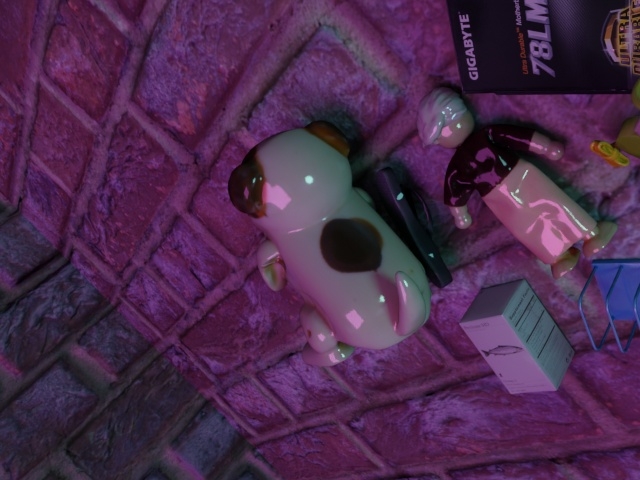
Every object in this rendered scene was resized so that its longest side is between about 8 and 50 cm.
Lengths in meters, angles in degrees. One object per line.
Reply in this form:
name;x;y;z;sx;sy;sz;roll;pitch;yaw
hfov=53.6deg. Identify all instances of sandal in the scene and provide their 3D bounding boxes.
sandal;0.176;-0.030;1.159;0.255;0.054;0.097;58;174;-19

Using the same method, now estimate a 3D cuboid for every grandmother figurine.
grandmother figurine;0.275;-0.096;0.977;0.342;0.104;0.208;46;116;1

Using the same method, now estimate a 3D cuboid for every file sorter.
file sorter;0.496;0.104;0.952;0.170;0.104;0.118;-4;123;45

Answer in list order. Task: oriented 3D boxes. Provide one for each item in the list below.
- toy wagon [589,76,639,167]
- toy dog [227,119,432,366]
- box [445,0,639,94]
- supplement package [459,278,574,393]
toy wagon;0.459;-0.114;0.696;0.267;0.068;0.344;25;177;-28
toy dog;0.000;0.000;1.129;0.408;0.284;0.395;59;175;-5
box;0.290;-0.322;0.757;0.293;0.073;0.296;9;131;36
supplement package;0.357;0.177;1.151;0.179;0.105;0.105;52;143;-11
